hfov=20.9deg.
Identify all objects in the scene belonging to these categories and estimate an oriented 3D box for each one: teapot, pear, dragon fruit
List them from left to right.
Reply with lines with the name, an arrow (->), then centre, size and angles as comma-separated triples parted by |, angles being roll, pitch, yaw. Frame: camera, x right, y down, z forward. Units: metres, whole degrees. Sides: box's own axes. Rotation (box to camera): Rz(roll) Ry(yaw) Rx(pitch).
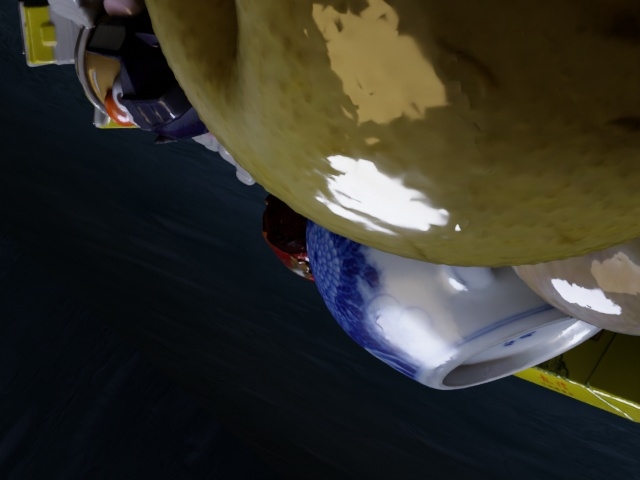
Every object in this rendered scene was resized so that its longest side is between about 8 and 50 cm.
dragon fruit -> 0.001, 0.001, 1.868 | 0.161, 0.127, 0.120 | 15, 148, 51
teapot -> 0.103, -0.040, 1.329 | 0.424, 0.252, 0.280 | 34, -146, -71
pear -> 0.077, -0.154, 0.790 | 0.348, 0.348, 0.348 | 32, 165, 10

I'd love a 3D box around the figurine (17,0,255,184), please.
figurine -> -0.164, -0.169, 1.633 | 0.309, 0.143, 0.308 | 21, 175, 2

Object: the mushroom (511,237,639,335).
mushroom -> 0.209, -0.068, 1.034 | 0.243, 0.243, 0.243 | 32, 165, 10

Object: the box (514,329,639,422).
box -> 0.210, 0.050, 1.462 | 0.279, 0.153, 0.041 | 19, 157, 39
